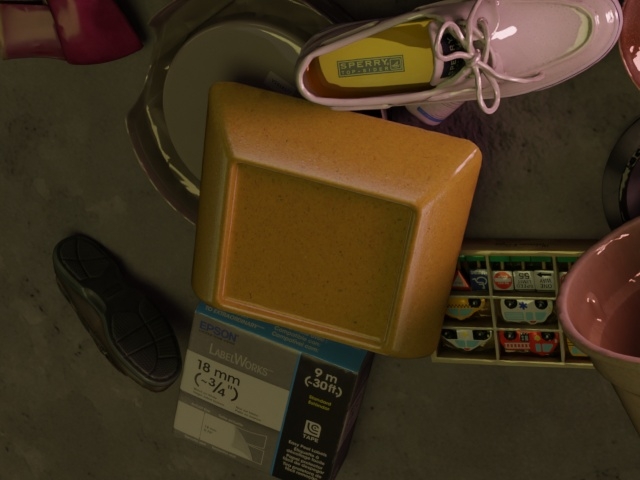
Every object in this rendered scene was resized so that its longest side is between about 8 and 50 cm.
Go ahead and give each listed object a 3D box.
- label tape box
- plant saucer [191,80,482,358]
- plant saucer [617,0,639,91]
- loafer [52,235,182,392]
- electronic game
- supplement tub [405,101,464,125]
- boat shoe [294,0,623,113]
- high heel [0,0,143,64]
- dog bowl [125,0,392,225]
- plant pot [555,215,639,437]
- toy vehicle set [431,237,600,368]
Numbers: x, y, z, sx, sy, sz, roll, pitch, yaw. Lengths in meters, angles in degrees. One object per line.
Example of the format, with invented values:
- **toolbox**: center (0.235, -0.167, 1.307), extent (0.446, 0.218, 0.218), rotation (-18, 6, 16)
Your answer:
- **label tape box**: center (-0.055, 0.155, 1.900), extent (0.240, 0.106, 0.334), rotation (20, 122, 11)
- **plant saucer**: center (0.000, 0.000, 1.688), extent (0.332, 0.081, 0.333), rotation (14, 128, 7)
- **plant saucer**: center (0.427, -0.229, 1.533), extent (0.198, 0.036, 0.199), rotation (9, 115, 21)
- **loafer**: center (-0.286, 0.111, 1.963), extent (0.267, 0.096, 0.084), rotation (51, 143, 20)
- **electronic game**: center (0.441, -0.054, 1.616), extent (0.229, 0.048, 0.229), rotation (5, 110, 15)
- **supplement tub**: center (0.151, -0.192, 1.653), extent (0.071, 0.071, 0.107), rotation (48, 123, -6)
- **boat shoe**: center (0.145, -0.207, 1.517), extent (0.367, 0.156, 0.136), rotation (-6, 105, 9)
- **high heel**: center (-0.321, -0.407, 1.744), extent (0.181, 0.127, 0.377), rotation (-3, 113, -8)
- **dog bowl**: center (-0.069, -0.164, 1.741), extent (0.348, 0.102, 0.349), rotation (9, 119, 17)
- **plant pot**: center (0.459, 0.154, 1.511), extent (0.333, 0.334, 0.305), rotation (-10, 118, 27)
- **toy vehicle set**: center (0.262, 0.079, 1.768), extent (0.266, 0.035, 0.166), rotation (0, 115, 22)
